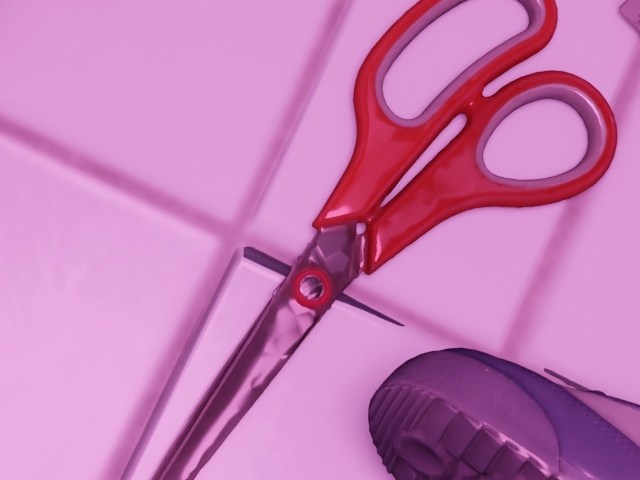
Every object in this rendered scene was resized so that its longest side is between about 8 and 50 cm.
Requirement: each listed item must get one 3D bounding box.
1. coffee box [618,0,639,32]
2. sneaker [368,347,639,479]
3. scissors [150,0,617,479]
[{"bbox_3d":[0.269,-0.068,0.806,0.246,0.098,0.141,45,77,1],"label":"coffee box"},{"bbox_3d":[0.172,0.115,0.773,0.319,0.112,0.131,33,61,-4],"label":"sneaker"},{"bbox_3d":[0.000,0.000,0.801,0.297,0.021,0.109,-38,90,-11],"label":"scissors"}]
